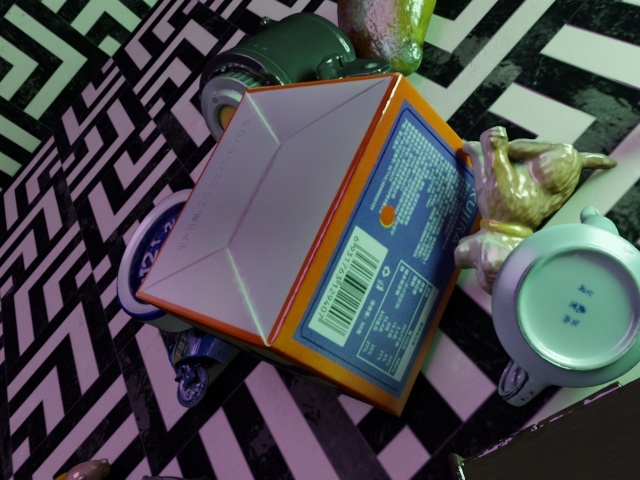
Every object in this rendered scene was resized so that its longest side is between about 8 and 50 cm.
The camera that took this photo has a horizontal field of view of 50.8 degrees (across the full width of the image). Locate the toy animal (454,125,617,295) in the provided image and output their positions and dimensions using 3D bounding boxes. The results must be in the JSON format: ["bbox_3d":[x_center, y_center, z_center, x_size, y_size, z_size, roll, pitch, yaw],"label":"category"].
[{"bbox_3d":[0.255,-0.023,0.790,0.104,0.184,0.185,115,161,-80],"label":"toy animal"}]

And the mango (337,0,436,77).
[{"bbox_3d":[0.122,-0.415,1.200,0.193,0.146,0.316,-22,61,35],"label":"mango"}]

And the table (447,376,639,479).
[{"bbox_3d":[0.245,0.228,0.538,0.193,0.169,0.172,-35,41,22],"label":"table"}]

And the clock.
[{"bbox_3d":[-0.226,0.030,1.089,0.231,0.083,0.230,-24,51,33],"label":"clock"}]

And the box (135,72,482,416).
[{"bbox_3d":[0.000,0.000,0.899,0.319,0.257,0.348,7,67,50],"label":"box"}]

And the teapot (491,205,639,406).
[{"bbox_3d":[0.249,0.068,0.700,0.159,0.159,0.231,27,92,52],"label":"teapot"}]

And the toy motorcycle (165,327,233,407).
[{"bbox_3d":[-0.180,0.143,1.104,0.136,0.092,0.254,13,73,51],"label":"toy motorcycle"}]

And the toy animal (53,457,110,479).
[{"bbox_3d":[-0.383,0.412,1.122,0.114,0.091,0.081,-38,67,37],"label":"toy animal"}]

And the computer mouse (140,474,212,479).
[{"bbox_3d":[-0.229,0.394,0.972,0.231,0.071,0.126,-14,52,40],"label":"computer mouse"}]

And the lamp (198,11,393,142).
[{"bbox_3d":[-0.078,-0.255,1.151,0.272,0.204,0.374,-30,33,-25],"label":"lamp"}]
